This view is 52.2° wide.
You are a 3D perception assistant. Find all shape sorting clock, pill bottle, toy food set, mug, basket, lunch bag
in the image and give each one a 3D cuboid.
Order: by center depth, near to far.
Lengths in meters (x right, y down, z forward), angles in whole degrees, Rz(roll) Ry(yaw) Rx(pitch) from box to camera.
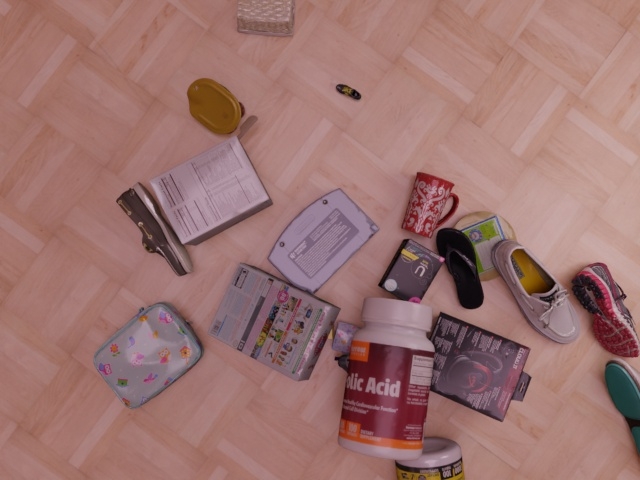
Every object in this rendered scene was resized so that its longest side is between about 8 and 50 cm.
[{"bbox_3d":[0.180,0.357,1.724,0.224,0.224,0.392,9,81,-1],"label":"pill bottle"},{"bbox_3d":[0.315,0.736,1.817,0.187,0.188,0.334,-7,89,-1],"label":"pill bottle"},{"bbox_3d":[-0.483,0.314,1.852,0.279,0.108,0.224,-39,87,-2],"label":"lunch bag"},{"bbox_3d":[0.319,-0.093,1.875,0.150,0.113,0.169,20,92,1],"label":"mug"},{"bbox_3d":[-0.159,-0.662,1.880,0.167,0.103,0.113,4,88,0],"label":"basket"},{"bbox_3d":[0.075,0.280,1.890,0.071,0.053,0.083,14,98,1],"label":"lunch bag"},{"bbox_3d":[-0.284,-0.379,1.896,0.218,0.071,0.128,39,112,2],"label":"toy food set"},{"bbox_3d":[0.470,0.017,1.907,0.206,0.040,0.206,-1,96,-6],"label":"shape sorting clock"}]

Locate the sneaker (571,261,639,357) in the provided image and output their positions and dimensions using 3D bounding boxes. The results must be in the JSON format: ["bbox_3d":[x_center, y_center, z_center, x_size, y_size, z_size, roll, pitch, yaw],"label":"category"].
[{"bbox_3d":[0.843,0.203,1.879,0.112,0.121,0.299,-32,98,-32],"label":"sneaker"}]

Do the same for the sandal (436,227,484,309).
[{"bbox_3d":[0.405,0.080,1.867,0.097,0.054,0.255,-21,98,24],"label":"sandal"}]

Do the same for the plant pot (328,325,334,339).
[{"bbox_3d":[0.002,0.238,1.878,0.081,0.081,0.083,8,84,-1],"label":"plant pot"}]

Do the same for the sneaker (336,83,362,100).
[{"bbox_3d":[0.085,-0.438,1.913,0.083,0.035,0.031,24,88,0],"label":"sneaker"}]

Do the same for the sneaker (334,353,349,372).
[{"bbox_3d":[0.143,0.390,1.888,0.223,0.098,0.083,43,65,-21],"label":"sneaker"}]

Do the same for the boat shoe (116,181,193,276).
[{"bbox_3d":[-0.470,-0.019,1.862,0.091,0.109,0.305,-34,84,-1],"label":"boat shoe"}]

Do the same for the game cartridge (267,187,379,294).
[{"bbox_3d":[0.000,0.000,1.895,0.297,0.062,0.198,-44,86,-2],"label":"game cartridge"}]

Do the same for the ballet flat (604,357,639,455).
[{"bbox_3d":[0.939,0.496,1.876,0.139,0.139,0.400,-25,93,-1],"label":"ballet flat"}]

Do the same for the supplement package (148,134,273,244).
[{"bbox_3d":[-0.295,-0.132,1.818,0.262,0.199,0.198,-28,89,-1],"label":"supplement package"}]

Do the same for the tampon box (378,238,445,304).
[{"bbox_3d":[0.258,0.092,1.872,0.120,0.101,0.161,29,88,0],"label":"tampon box"}]

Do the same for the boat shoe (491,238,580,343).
[{"bbox_3d":[0.632,0.152,1.838,0.136,0.156,0.367,-35,98,-2],"label":"boat shoe"}]

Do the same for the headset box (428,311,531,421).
[{"bbox_3d":[0.433,0.355,1.822,0.293,0.110,0.218,21,85,17],"label":"headset box"}]

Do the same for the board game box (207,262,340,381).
[{"bbox_3d":[-0.130,0.224,1.819,0.303,0.097,0.224,24,89,21],"label":"board game box"}]
